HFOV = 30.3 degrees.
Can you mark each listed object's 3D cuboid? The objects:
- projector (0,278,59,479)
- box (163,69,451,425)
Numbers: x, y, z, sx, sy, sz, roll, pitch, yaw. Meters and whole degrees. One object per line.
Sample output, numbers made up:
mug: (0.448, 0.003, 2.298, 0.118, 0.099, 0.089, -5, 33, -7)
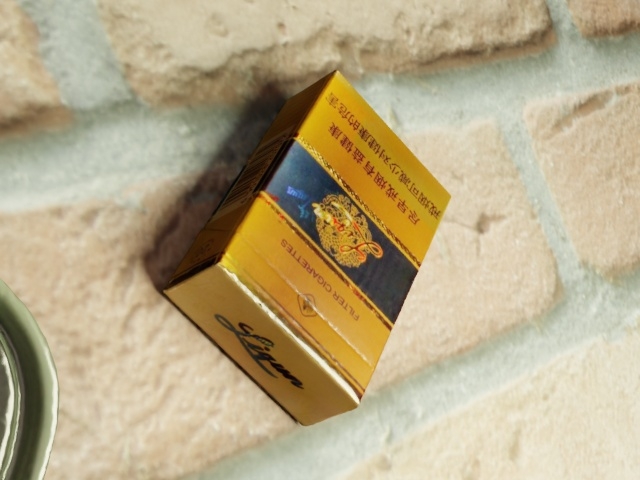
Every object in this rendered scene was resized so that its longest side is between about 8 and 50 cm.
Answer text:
projector: (-0.277, 0.105, 0.427, 0.248, 0.249, 0.249, 30, 61, -31)
box: (0.000, 0.000, 0.898, 0.152, 0.070, 0.237, 46, 47, -19)
